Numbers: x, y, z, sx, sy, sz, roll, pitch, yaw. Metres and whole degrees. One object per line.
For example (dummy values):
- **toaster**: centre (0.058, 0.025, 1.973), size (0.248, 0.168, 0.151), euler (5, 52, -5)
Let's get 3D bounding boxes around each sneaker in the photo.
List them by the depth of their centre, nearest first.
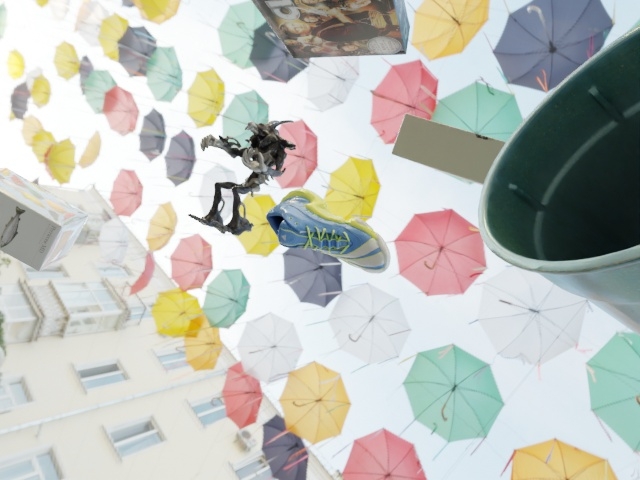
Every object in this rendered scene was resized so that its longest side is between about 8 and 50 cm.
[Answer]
- **sneaker**: centre (0.000, 0.000, 0.730), size (0.240, 0.126, 0.091), euler (34, -45, 30)

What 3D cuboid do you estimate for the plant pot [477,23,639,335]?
- **plant pot**: centre (0.416, -0.018, 0.447), size (0.334, 0.341, 0.341), euler (37, -63, -15)

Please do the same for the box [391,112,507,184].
- **box**: centre (0.301, -0.181, 0.888), size (0.274, 0.113, 0.094), euler (25, -75, 21)

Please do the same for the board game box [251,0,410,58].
- **board game box**: centre (0.001, -0.284, 0.463), size (0.164, 0.243, 0.042), euler (7, -94, 20)

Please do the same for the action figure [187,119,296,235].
- **action figure**: centre (-0.152, -0.149, 0.839), size (0.163, 0.141, 0.276), euler (17, -102, 34)

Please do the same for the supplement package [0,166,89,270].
- **supplement package**: centre (-0.561, -0.043, 0.788), size (0.179, 0.105, 0.105), euler (32, -79, -10)
